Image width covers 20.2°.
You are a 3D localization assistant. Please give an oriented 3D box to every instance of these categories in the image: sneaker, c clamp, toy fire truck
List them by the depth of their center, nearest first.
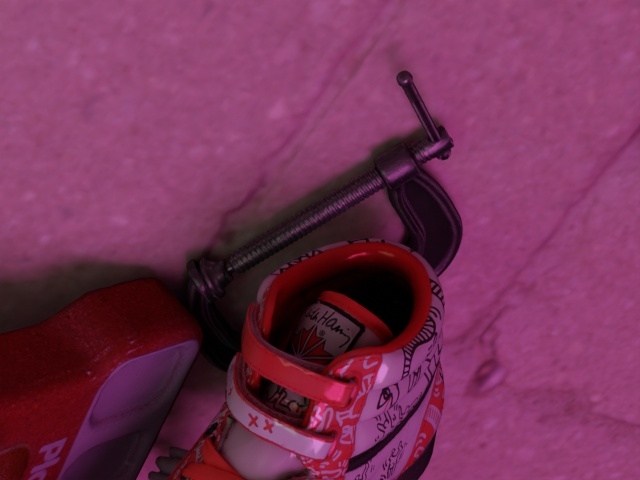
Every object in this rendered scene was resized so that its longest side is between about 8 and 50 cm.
[{"bbox_3d":[-0.039,0.107,0.780,0.270,0.090,0.145,-41,150,-34],"label":"sneaker"},{"bbox_3d":[-0.189,0.161,0.804,0.254,0.169,0.302,-15,139,-48],"label":"toy fire truck"},{"bbox_3d":[0.000,0.000,0.834,0.160,0.022,0.137,-35,141,8],"label":"c clamp"}]

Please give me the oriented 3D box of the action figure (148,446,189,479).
[{"bbox_3d":[-0.038,0.288,0.898,0.370,0.275,0.248,-44,162,-31],"label":"action figure"}]
